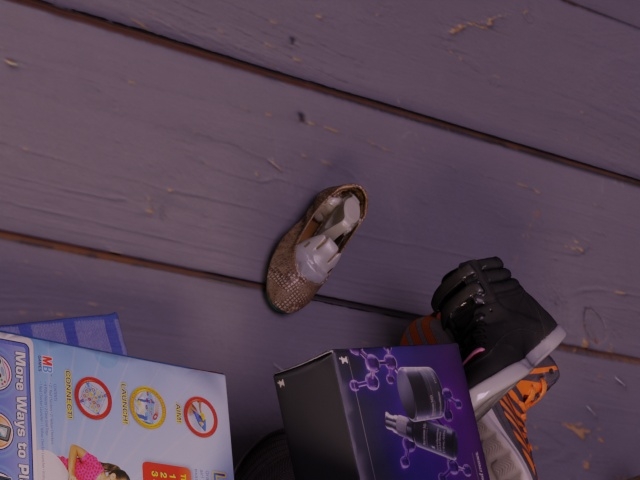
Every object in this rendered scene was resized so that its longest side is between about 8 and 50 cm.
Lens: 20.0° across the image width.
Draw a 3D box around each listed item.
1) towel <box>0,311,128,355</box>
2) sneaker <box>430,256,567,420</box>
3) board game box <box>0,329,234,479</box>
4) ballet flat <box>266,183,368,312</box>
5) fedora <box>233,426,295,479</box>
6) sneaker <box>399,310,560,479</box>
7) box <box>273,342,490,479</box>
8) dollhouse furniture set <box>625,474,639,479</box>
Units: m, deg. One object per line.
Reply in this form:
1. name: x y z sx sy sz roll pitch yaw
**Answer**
1. towel: -0.239 0.210 1.772 0.209 0.034 0.285 -3 71 -45
2. sneaker: 0.168 0.109 2.020 0.147 0.104 0.296 48 28 5
3. board game box: -0.219 0.255 1.676 0.302 0.086 0.308 15 58 -39
4. ballet flat: 0.000 0.000 2.088 0.073 0.067 0.206 44 45 -18
5. fedora: 0.021 0.307 1.902 0.244 0.124 0.275 53 43 -10
6. sneaker: 0.229 0.222 2.148 0.180 0.124 0.321 -10 76 -45
7. box: 0.074 0.243 1.820 0.184 0.103 0.261 -1 72 -40
8. dollhouse furniture set: 0.633 0.420 2.330 0.394 0.256 0.362 -7 74 -46
